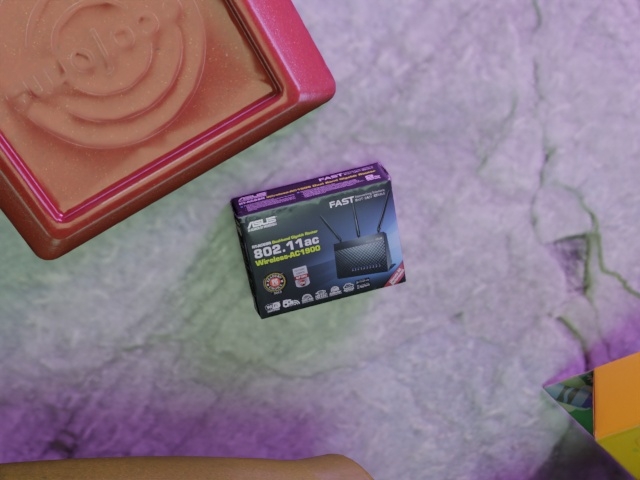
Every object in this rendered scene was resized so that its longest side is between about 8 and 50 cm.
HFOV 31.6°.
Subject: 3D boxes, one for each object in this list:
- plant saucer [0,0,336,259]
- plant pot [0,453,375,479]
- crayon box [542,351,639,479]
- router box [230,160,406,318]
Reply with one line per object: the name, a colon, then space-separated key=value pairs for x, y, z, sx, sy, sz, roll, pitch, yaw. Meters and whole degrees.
plant saucer: x=-0.149 y=-0.133 z=0.763 sx=0.259 sy=0.047 sz=0.259 roll=-30 pitch=120 yaw=2
plant pot: x=-0.116 y=0.310 z=0.846 sx=0.353 sy=0.366 sz=0.366 roll=-10 pitch=118 yaw=-23
crayon box: x=0.374 y=0.155 z=0.934 sx=0.323 sy=0.083 sz=0.203 roll=-27 pitch=124 yaw=34
router box: x=0.000 y=0.000 z=0.870 sx=0.123 sy=0.038 sz=0.092 roll=-15 pitch=117 yaw=-7
